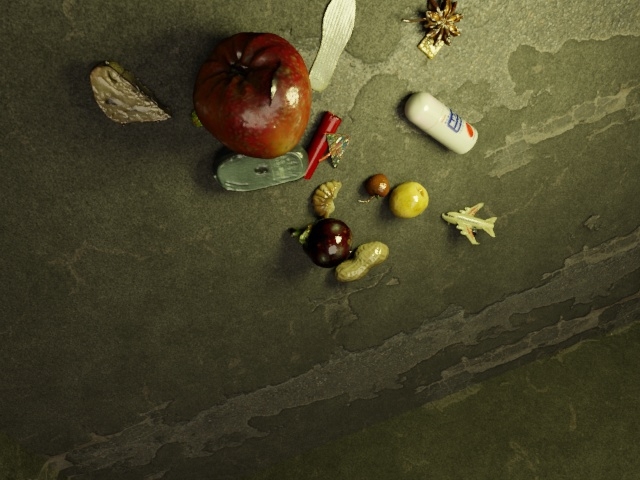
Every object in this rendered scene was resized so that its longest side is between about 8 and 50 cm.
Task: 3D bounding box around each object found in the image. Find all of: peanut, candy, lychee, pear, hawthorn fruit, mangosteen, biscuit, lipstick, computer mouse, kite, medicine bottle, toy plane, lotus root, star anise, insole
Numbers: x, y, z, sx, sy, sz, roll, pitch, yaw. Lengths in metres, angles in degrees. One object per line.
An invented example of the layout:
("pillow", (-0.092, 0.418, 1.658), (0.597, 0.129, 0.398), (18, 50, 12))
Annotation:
("peanut", (0.195, 0.106, 2.046), (0.298, 0.120, 0.136), (-38, 101, 11))
("candy", (-0.380, -0.471, 1.536), (0.194, 0.058, 0.062), (-24, 95, -12))
("lychee", (0.243, -0.226, 1.845), (0.114, 0.101, 0.140), (20, 105, 8))
("pear", (0.393, -0.176, 1.890), (0.178, 0.178, 0.178), (-8, 125, -11))
("hawthorn fruit", (-0.200, -0.467, 1.408), (0.403, 0.403, 0.402), (-8, 125, -11))
("mangosteen", (0.000, 0.000, 1.866), (0.289, 0.231, 0.231), (18, 118, -2))
("biscuit", (0.423, -0.747, 1.599), (0.083, 0.018, 0.081), (28, 112, -29))
("lipstick", (-0.008, -0.378, 1.686), (0.073, 0.073, 0.279), (18, 114, -26))
("computer mouse", (-0.233, -0.297, 1.650), (0.374, 0.114, 0.203), (-7, 128, -3))
("kite", (0.060, -0.377, 1.702), (0.189, 0.009, 0.232), (-42, 151, -14))
("medicine bottle", (0.488, -0.487, 1.725), (0.341, 0.130, 0.130), (24, 113, -28))
("toy plane", (0.723, -0.091, 2.049), (0.256, 0.242, 0.104), (9, 151, 20))
("lotus root", (-0.660, -0.479, 1.426), (0.170, 0.074, 0.260), (-35, 127, 9))
("star anise", (0.416, -0.808, 1.519), (0.234, 0.073, 0.177), (23, 97, -30))
("biscuit", (0.022, -0.176, 1.840), (0.118, 0.061, 0.183), (9, 121, -20))
("insole", (0.040, -0.713, 1.514), (0.119, 0.009, 0.348), (11, 119, -23))
